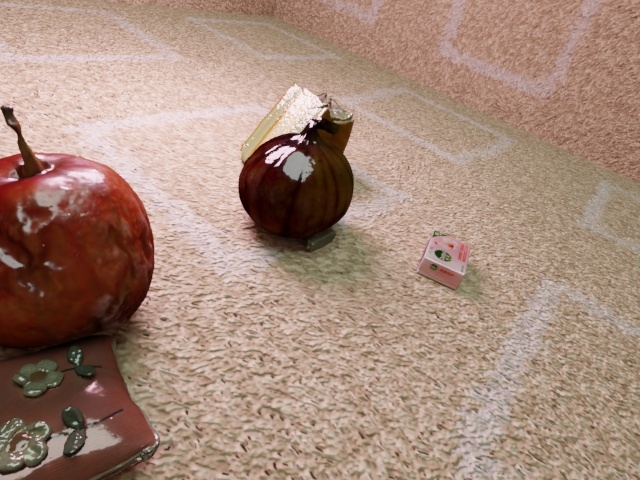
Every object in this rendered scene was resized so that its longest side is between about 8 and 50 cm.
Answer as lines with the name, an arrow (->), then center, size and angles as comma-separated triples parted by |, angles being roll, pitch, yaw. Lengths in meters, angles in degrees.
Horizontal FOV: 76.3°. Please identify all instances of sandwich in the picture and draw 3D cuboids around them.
sandwich -> -0.058, -0.265, 0.993 | 0.227, 0.198, 0.155 | -14, 46, -37

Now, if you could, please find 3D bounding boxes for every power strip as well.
power strip -> 0.000, 0.000, 0.809 | 0.017, 0.027, 0.083 | 36, 39, 26

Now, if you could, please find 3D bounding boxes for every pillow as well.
pillow -> -0.276, 0.174, 0.412 | 0.171, 0.075, 0.179 | -13, 43, -38

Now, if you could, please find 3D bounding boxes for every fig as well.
fig -> -0.050, -0.117, 0.804 | 0.234, 0.214, 0.235 | -4, 51, 5

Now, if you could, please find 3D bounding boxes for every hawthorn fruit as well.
hawthorn fruit -> -0.319, -0.020, 0.484 | 0.241, 0.272, 0.242 | 1, 24, -1

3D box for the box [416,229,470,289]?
box -> 0.261, 0.038, 0.858 | 0.089, 0.043, 0.125 | 25, 35, 10
